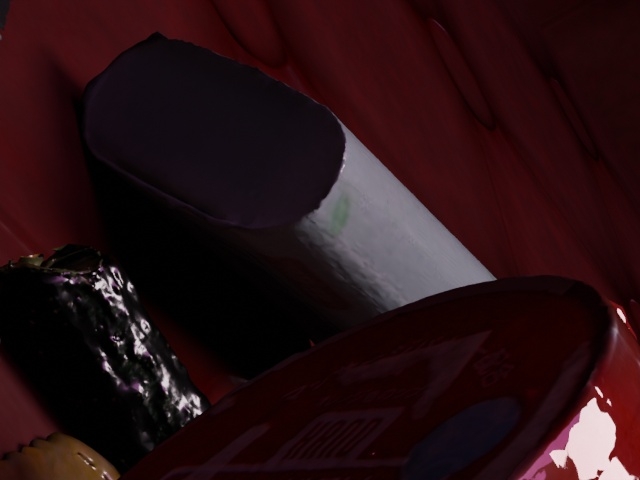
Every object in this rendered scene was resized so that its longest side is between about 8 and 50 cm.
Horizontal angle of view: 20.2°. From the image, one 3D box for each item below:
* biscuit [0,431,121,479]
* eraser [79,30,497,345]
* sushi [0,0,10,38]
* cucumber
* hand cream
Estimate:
[{"bbox_3d":[-0.070,0.182,0.596,0.232,0.013,0.237,62,16,3],"label":"biscuit"},{"bbox_3d":[0.000,0.000,0.916,0.174,0.081,0.227,29,-8,42],"label":"eraser"},{"bbox_3d":[-0.185,-0.135,0.755,0.139,0.031,0.201,52,21,-30],"label":"sushi"},{"bbox_3d":[-0.070,0.071,0.726,0.181,0.053,0.053,57,16,-20],"label":"cucumber"},{"bbox_3d":[0.028,0.127,0.564,0.149,0.230,0.230,57,16,-16],"label":"hand cream"}]
